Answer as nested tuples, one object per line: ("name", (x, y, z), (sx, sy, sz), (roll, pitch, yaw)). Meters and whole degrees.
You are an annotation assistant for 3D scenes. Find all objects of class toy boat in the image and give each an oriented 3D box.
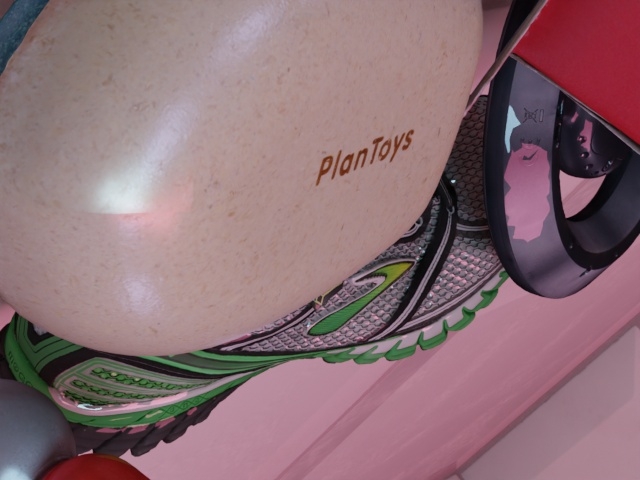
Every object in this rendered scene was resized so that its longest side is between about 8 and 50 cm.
("toy boat", (-0.069, 0.000, 0.637), (0.267, 0.148, 0.318), (-16, 130, -58))

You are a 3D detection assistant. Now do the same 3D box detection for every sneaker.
("sneaker", (0.000, 0.000, 0.846), (0.343, 0.134, 0.146), (-26, 161, -32))

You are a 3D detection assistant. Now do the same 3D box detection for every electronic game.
("electronic game", (0.150, -0.080, 0.894), (0.229, 0.048, 0.229), (-31, 128, -49))

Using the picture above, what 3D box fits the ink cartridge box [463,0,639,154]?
("ink cartridge box", (0.215, -0.166, 0.662), (0.272, 0.130, 0.309), (-52, 177, -36))
